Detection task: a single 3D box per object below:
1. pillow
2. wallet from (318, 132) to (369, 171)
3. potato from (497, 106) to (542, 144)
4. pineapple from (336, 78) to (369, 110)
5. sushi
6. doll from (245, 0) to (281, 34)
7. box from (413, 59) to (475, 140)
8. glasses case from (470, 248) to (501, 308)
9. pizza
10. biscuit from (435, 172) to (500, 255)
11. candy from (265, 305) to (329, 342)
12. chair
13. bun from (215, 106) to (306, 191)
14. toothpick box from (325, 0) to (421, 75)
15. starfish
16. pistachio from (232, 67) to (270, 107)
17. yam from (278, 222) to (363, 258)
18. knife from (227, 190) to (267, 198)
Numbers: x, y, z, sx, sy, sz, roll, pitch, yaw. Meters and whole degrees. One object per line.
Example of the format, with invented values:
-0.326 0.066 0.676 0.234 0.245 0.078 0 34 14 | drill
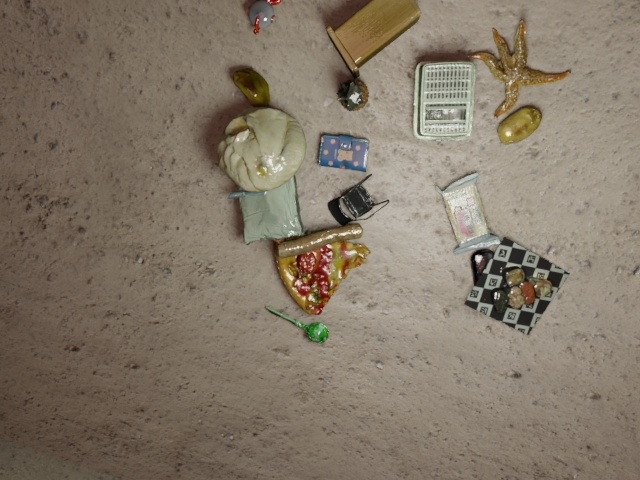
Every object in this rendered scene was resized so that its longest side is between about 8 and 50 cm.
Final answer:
-0.220 -0.146 1.885 0.283 0.138 0.310 -12 83 21 | pillow
0.095 -0.360 1.847 0.202 0.059 0.141 8 103 8 | wallet
0.753 -0.434 1.712 0.170 0.080 0.107 -30 85 16 | potato
0.120 -0.548 1.698 0.128 0.248 0.128 2 107 7 | pineapple
0.803 0.204 1.821 0.339 0.069 0.320 27 101 -10 | sushi
-0.214 -0.919 1.749 0.142 0.076 0.245 20 103 5 | doll
0.462 -0.520 1.690 0.220 0.166 0.291 2 104 9 | box
0.689 0.165 1.878 0.103 0.067 0.267 -11 102 6 | glasses case
0.011 0.090 1.941 0.406 0.130 0.440 -21 99 16 | pizza
0.591 -0.103 1.822 0.186 0.079 0.309 -17 99 15 | biscuit
-0.112 0.374 2.063 0.323 0.097 0.097 23 107 12 | candy
0.148 -0.157 1.871 0.145 0.221 0.140 -37 97 -27 | chair
-0.241 -0.372 1.768 0.365 0.219 0.365 -6 70 17 | bun
0.197 -0.779 1.666 0.308 0.187 0.190 -34 96 12 | toothpick box
0.714 -0.653 1.660 0.301 0.084 0.294 -29 99 19 | starfish
-0.270 -0.619 1.819 0.110 0.100 0.189 -39 92 -7 | pistachio
0.000 0.000 1.850 0.356 0.081 0.081 -14 102 -2 | yam
-0.302 -0.190 1.849 0.210 0.015 0.028 -1 92 32 | knife
